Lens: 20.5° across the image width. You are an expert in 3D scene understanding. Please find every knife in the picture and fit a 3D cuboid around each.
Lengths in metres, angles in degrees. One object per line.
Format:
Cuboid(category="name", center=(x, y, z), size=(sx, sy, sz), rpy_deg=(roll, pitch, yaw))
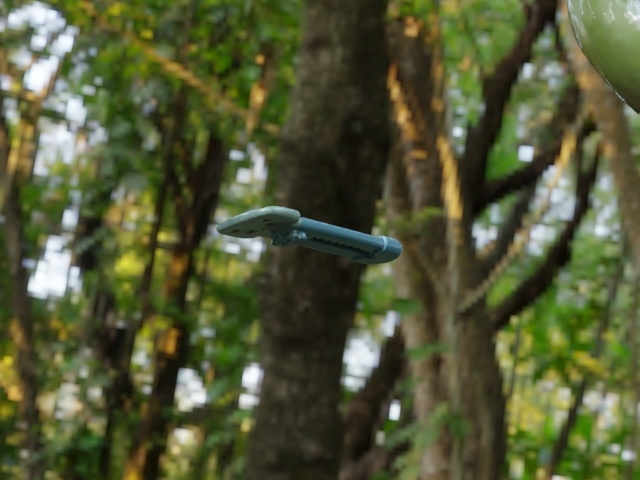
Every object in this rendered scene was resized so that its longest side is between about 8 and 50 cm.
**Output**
Cuboid(category="knife", center=(0.000, 0.000, 0.645), size=(0.027, 0.010, 0.096), rpy_deg=(-19, -18, 33))

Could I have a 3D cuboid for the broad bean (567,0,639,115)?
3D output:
Cuboid(category="broad bean", center=(0.297, -0.154, 1.290), size=(0.238, 0.119, 0.291), rpy_deg=(41, 34, 11))
